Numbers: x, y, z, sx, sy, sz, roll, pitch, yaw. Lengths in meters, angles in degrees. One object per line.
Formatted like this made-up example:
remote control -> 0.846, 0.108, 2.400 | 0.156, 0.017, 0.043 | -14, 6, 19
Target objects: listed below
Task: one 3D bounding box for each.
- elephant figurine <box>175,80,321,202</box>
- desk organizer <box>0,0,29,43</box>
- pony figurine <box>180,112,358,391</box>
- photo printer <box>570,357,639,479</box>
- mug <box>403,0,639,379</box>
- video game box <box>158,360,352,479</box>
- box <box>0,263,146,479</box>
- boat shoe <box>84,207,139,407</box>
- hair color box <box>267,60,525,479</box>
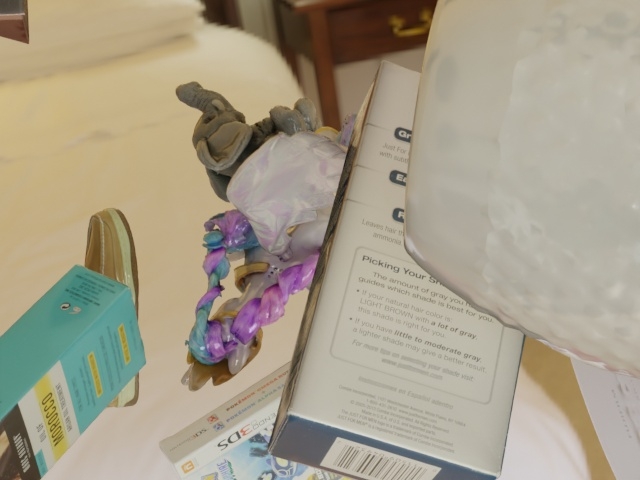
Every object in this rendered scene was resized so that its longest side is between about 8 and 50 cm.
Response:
elephant figurine -> -0.125, -0.138, 1.987 | 0.239, 0.169, 0.186 | 2, 27, 14
desk organizer -> -0.268, -0.229, 1.074 | 0.047, 0.050, 0.130 | -4, 68, -7
pony figurine -> 0.000, 0.000, 1.487 | 0.351, 0.303, 0.363 | -33, 19, 34
photo printer -> 0.310, 0.129, 1.111 | 0.107, 0.256, 0.307 | -18, -7, -8
mug -> 0.224, -0.020, 0.800 | 0.328, 0.374, 0.276 | 9, 57, 8
video game box -> -0.051, 0.243, 1.378 | 0.187, 0.205, 0.048 | -30, 37, -12
box -> -0.240, 0.135, 1.033 | 0.060, 0.100, 0.244 | 21, 49, 24
boat shoe -> -0.208, 0.066, 1.194 | 0.072, 0.190, 0.068 | -4, 7, -22
hair color box -> 0.085, 0.032, 1.096 | 0.174, 0.105, 0.347 | 18, 61, -4
